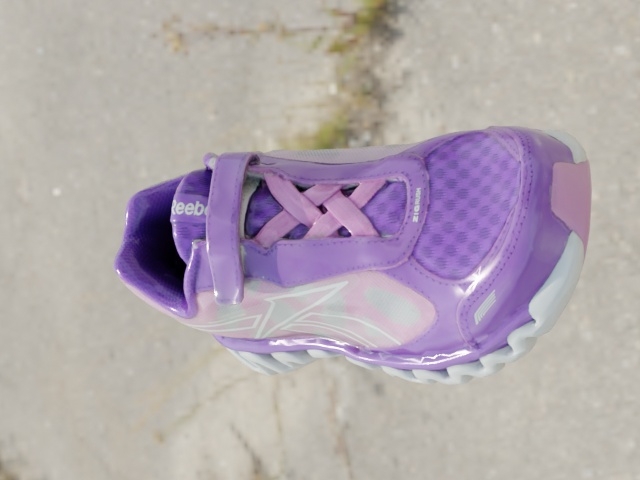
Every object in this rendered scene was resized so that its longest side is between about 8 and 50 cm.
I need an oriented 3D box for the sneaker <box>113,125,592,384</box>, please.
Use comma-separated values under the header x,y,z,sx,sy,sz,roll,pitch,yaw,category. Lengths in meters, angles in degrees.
x,y,z,sx,sy,sz,roll,pitch,yaw,category
0.000,0.000,0.649,0.236,0.104,0.095,-11,61,51,sneaker
